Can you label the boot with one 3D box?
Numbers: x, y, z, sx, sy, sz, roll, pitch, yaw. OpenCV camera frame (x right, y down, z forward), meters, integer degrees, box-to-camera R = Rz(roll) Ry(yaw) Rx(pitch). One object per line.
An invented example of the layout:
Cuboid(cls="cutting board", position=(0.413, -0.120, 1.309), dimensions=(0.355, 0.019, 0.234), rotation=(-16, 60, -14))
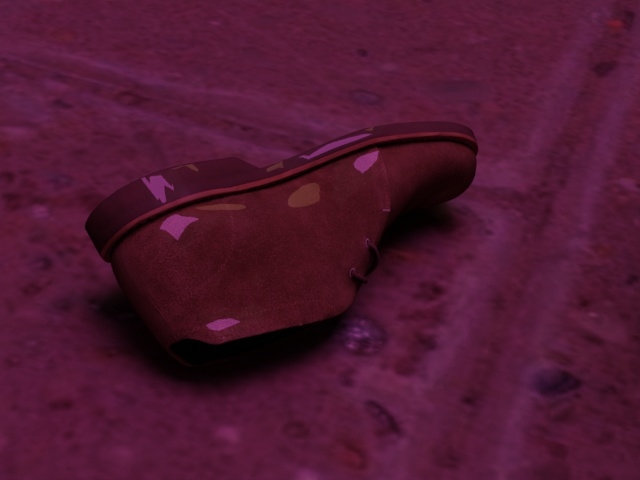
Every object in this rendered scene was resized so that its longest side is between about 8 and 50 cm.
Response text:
Cuboid(cls="boot", position=(0.000, 0.000, 0.978), dimensions=(0.305, 0.112, 0.115), rotation=(-18, 72, -39))
